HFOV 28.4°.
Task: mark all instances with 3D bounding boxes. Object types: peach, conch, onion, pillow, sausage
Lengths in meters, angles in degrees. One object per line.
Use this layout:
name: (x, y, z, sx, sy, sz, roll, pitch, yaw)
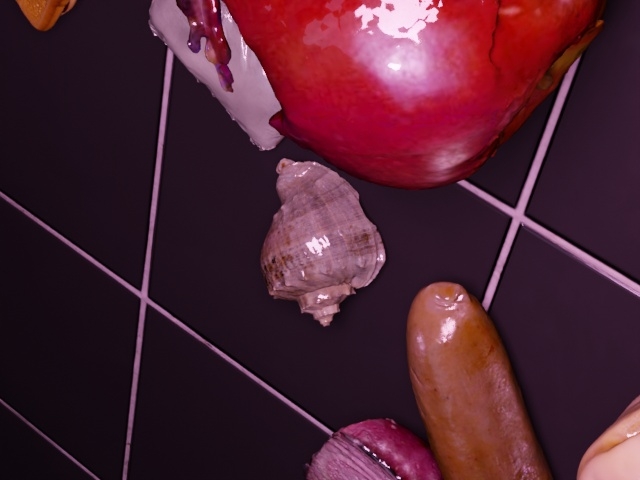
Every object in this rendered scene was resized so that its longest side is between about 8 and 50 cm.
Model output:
peach: (0.051, -0.264, 1.103, 0.416, 0.339, 0.353, 42, 105, 15)
conch: (0.000, 0.000, 1.517, 0.155, 0.130, 0.207, -8, 90, 10)
onion: (0.111, 0.316, 1.600, 0.247, 0.111, 0.250, 40, 151, 5)
pillow: (-0.112, -0.215, 1.485, 0.229, 0.051, 0.128, 49, 142, 2)
sausage: (0.210, 0.273, 1.472, 0.136, 0.123, 0.501, -13, 107, 45)

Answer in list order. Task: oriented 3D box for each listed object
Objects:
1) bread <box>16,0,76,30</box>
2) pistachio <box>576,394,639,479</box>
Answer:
bread: (-0.325, -0.354, 1.566, 0.116, 0.077, 0.200, 54, 141, -3)
pistachio: (0.396, 0.221, 1.189, 0.321, 0.229, 0.238, -20, 133, 32)
